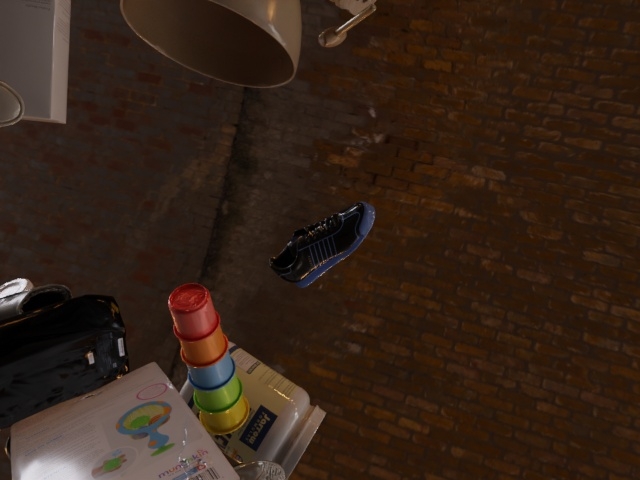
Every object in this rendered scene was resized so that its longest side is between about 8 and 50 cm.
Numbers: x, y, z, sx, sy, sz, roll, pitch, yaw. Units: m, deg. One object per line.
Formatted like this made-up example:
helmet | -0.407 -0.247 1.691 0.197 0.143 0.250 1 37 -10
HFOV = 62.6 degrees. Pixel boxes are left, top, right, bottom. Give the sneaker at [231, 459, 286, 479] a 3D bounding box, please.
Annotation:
sneaker | -0.174 0.436 0.945 0.118 0.222 0.083 -14 -109 45

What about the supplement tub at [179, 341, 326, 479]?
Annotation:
supplement tub | -0.174 0.431 1.326 0.325 0.235 0.235 31 -74 10

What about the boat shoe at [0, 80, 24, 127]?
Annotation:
boat shoe | -0.712 -0.267 0.930 0.335 0.095 0.112 3 -78 -27

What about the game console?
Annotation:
game console | -0.337 0.226 0.629 0.044 0.213 0.361 44 -43 37

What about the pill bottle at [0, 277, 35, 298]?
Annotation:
pill bottle | -0.649 0.176 1.172 0.094 0.094 0.169 -4 -55 18

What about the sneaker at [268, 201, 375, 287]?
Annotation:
sneaker | 0.000 0.000 1.018 0.090 0.081 0.232 32 -67 -35

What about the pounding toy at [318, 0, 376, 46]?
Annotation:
pounding toy | 0.089 -0.511 1.028 0.155 0.154 0.269 38 -45 17

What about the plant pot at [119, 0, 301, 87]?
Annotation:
plant pot | -0.149 -0.401 0.851 0.284 0.284 0.190 15 -97 14

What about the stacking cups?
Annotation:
stacking cups | -0.198 0.205 0.899 0.096 0.096 0.316 5 -50 16

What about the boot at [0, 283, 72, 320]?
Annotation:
boot | -0.516 0.128 0.796 0.209 0.189 0.076 -5 -71 23

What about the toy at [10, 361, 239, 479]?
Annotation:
toy | -0.164 0.181 0.419 0.237 0.137 0.056 9 -64 60

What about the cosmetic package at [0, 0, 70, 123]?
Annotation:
cosmetic package | -0.757 -0.493 1.337 0.197 0.155 0.365 5 -82 -13
